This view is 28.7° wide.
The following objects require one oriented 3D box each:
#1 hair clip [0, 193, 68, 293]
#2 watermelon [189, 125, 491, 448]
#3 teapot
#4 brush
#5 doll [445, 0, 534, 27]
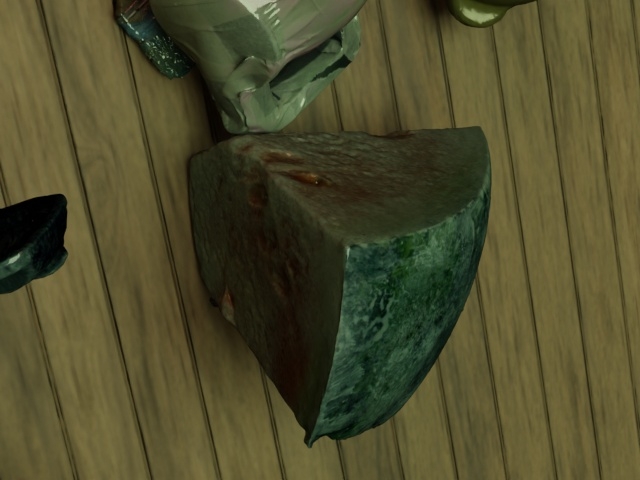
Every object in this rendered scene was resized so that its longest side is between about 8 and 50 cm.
[{"bbox_3d":[-0.325,0.011,0.814,0.310,0.206,0.194,-32,109,-6],"label":"hair clip"},{"bbox_3d":[0.000,0.000,1.023,0.258,0.387,0.228,25,112,7],"label":"watermelon"},{"bbox_3d":[-0.052,-0.199,0.990,0.163,0.221,0.178,33,65,5],"label":"teapot"},{"bbox_3d":[-0.157,-0.216,0.993,0.070,0.021,0.196,-51,119,-17],"label":"brush"},{"bbox_3d":[0.151,-0.328,1.086,0.177,0.161,0.261,-30,111,-4],"label":"doll"}]
